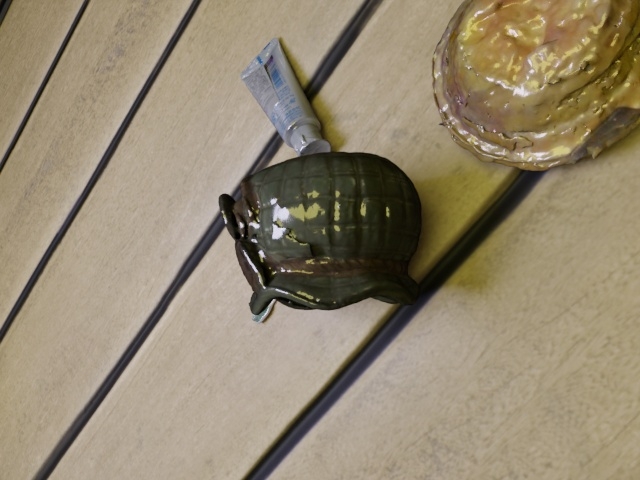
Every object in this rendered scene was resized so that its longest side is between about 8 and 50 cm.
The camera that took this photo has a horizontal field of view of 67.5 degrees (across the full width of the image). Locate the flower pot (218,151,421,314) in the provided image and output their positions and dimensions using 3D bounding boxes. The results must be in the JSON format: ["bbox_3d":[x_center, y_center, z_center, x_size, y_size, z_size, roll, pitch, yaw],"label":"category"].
[{"bbox_3d":[0.000,0.000,0.728,0.302,0.302,0.213,-8,81,31],"label":"flower pot"}]

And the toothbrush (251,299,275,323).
[{"bbox_3d":[-0.057,0.047,0.906,0.021,0.027,0.269,41,104,42],"label":"toothbrush"}]

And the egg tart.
[{"bbox_3d":[0.306,-0.271,0.654,0.352,0.150,0.352,-7,78,34],"label":"egg tart"}]

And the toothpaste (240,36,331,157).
[{"bbox_3d":[-0.071,-0.270,0.934,0.114,0.073,0.299,-41,58,22],"label":"toothpaste"}]
